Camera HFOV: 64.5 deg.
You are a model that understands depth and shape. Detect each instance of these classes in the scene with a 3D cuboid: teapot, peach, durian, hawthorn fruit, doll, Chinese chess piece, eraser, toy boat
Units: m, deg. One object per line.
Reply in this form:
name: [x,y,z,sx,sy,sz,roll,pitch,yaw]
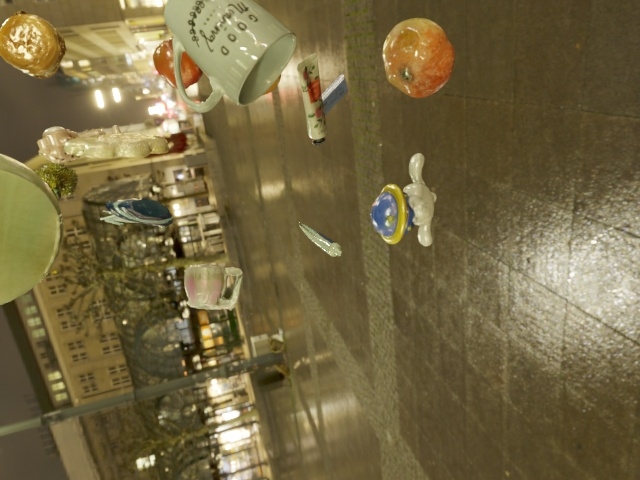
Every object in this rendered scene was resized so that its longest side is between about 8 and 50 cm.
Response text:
teapot: [-0.427,0.190,2.010,0.163,0.221,0.178,-19,70,60]
peach: [0.265,-0.501,1.418,0.232,0.232,0.232,168,90,-77]
durian: [-1.047,-0.228,1.974,0.198,0.159,0.146,-53,-55,-67]
hawthorn fruit: [-0.504,-0.634,1.810,0.189,0.189,0.189,168,90,-77]
doll: [0.284,-0.129,1.640,0.159,0.242,0.311,-150,62,-75]
doll: [-0.849,-0.347,1.797,0.154,0.278,0.119,-14,95,55]
Chinese chess piece: [-0.736,-0.022,1.068,0.146,0.349,0.349,32,137,41]
eraser: [0.043,-0.613,2.172,0.036,0.225,0.082,34,164,27]
toy boat: [-0.598,-0.068,1.584,0.291,0.220,0.067,-13,71,41]

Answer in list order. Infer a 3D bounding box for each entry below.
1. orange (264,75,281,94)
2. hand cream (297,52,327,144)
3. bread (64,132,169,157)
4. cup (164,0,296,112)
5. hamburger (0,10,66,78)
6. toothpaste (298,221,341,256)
orange: [-0.205,-0.555,1.667,0.124,0.156,0.156,-117,18,-68]
hand cream: [-0.018,-0.351,1.293,0.050,0.080,0.234,22,142,30]
bread: [-0.469,-0.231,1.221,0.251,0.182,0.039,-34,-51,-62]
cup: [-0.219,-0.398,1.054,0.234,0.258,0.186,40,174,1]
hamburger: [-0.701,-0.475,1.233,0.138,0.147,0.083,-58,6,-2]
toothpaste: [0.001,0.000,1.752,0.268,0.069,0.047,33,109,55]
